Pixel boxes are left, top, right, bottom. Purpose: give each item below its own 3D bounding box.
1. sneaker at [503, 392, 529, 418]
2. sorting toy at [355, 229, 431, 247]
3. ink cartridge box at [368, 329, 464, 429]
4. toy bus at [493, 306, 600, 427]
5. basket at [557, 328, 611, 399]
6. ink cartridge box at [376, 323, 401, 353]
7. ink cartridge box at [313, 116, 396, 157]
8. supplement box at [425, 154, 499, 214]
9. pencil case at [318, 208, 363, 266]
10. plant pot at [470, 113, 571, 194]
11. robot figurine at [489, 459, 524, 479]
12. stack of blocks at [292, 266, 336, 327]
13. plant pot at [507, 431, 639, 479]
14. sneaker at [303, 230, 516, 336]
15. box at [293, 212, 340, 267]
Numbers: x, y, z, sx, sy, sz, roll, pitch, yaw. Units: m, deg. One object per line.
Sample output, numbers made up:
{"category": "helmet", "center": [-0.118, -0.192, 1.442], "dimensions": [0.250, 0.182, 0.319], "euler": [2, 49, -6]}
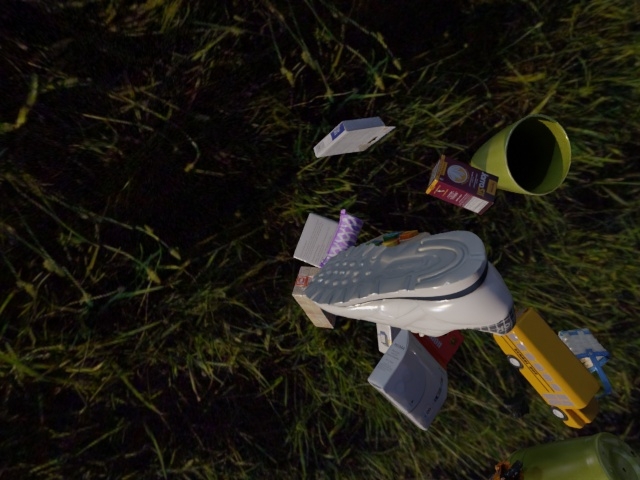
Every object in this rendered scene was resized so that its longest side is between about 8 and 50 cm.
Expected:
{"category": "sneaker", "center": [0.740, 0.633, 1.590], "dimensions": [0.170, 0.051, 0.089], "euler": [-3, 94, -43]}
{"category": "sorting toy", "center": [0.248, 0.004, 1.471], "dimensions": [0.193, 0.208, 0.038], "euler": [-23, 104, -35]}
{"category": "ink cartridge box", "center": [0.382, 0.437, 1.517], "dimensions": [0.385, 0.091, 0.308], "euler": [-50, 118, -15]}
{"category": "toy bus", "center": [0.635, 0.350, 1.164], "dimensions": [0.108, 0.130, 0.333], "euler": [-36, 81, -22]}
{"category": "basket", "center": [1.124, 0.540, 1.810], "dimensions": [0.201, 0.289, 0.255], "euler": [-4, 146, 4]}
{"category": "ink cartridge box", "center": [0.363, 0.441, 2.092], "dimensions": [0.154, 0.093, 0.212], "euler": [-25, 119, -36]}
{"category": "ink cartridge box", "center": [0.121, -0.374, 1.525], "dimensions": [0.224, 0.223, 0.045], "euler": [-14, 84, -31]}
{"category": "supplement box", "center": [0.434, -0.170, 1.294], "dimensions": [0.188, 0.081, 0.104], "euler": [22, 64, 1]}
{"category": "pencil case", "center": [0.066, 0.010, 1.374], "dimensions": [0.088, 0.086, 0.206], "euler": [26, 83, -21]}
{"category": "plant pot", "center": [0.706, -0.301, 1.577], "dimensions": [0.274, 0.293, 0.275], "euler": [-1, 94, -16]}
{"category": "robot figurine", "center": [0.565, 0.818, 1.346], "dimensions": [0.291, 0.085, 0.211], "euler": [-10, 113, -48]}
{"category": "stack of blocks", "center": [-0.007, 0.222, 1.753], "dimensions": [0.297, 0.087, 0.171], "euler": [62, 37, -50]}
{"category": "plant pot", "center": [0.910, 0.846, 1.454], "dimensions": [0.366, 0.366, 0.353], "euler": [11, 132, -24]}
{"category": "sneaker", "center": [0.076, 0.059, 0.438], "dimensions": [0.095, 0.235, 0.090], "euler": [48, 59, -26]}
{"category": "box", "center": [0.000, 0.000, 1.618], "dimensions": [0.119, 0.181, 0.182], "euler": [22, 94, 11]}
